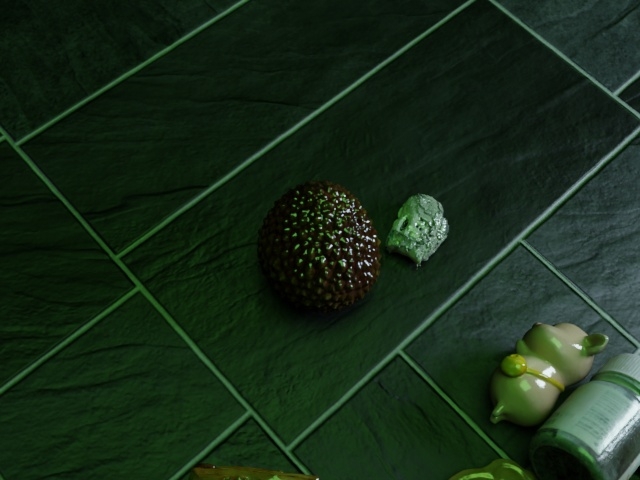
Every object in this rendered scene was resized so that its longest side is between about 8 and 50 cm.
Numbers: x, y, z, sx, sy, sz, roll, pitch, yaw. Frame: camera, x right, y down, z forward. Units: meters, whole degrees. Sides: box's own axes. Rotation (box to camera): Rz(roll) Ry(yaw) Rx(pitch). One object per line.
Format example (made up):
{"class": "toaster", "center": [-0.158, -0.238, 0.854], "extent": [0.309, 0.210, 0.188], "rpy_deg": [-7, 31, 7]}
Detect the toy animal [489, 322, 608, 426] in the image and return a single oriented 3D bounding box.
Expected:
{"class": "toy animal", "center": [0.408, 0.251, 1.497], "extent": [0.248, 0.165, 0.149], "rpy_deg": [-35, 76, -12]}

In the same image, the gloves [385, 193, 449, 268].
{"class": "gloves", "center": [0.209, -0.026, 1.668], "extent": [0.114, 0.070, 0.153], "rpy_deg": [27, 63, 10]}

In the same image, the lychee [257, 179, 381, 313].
{"class": "lychee", "center": [0.000, 0.000, 1.536], "extent": [0.272, 0.271, 0.271], "rpy_deg": [2, 63, -3]}

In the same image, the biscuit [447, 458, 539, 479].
{"class": "biscuit", "center": [0.339, 0.551, 1.396], "extent": [0.352, 0.057, 0.312], "rpy_deg": [18, 65, 6]}

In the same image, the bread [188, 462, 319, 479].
{"class": "bread", "center": [-0.118, 0.529, 1.312], "extent": [0.278, 0.167, 0.324], "rpy_deg": [5, 62, -1]}

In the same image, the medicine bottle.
{"class": "medicine bottle", "center": [0.513, 0.338, 1.432], "extent": [0.273, 0.165, 0.165], "rpy_deg": [-33, 69, -32]}
